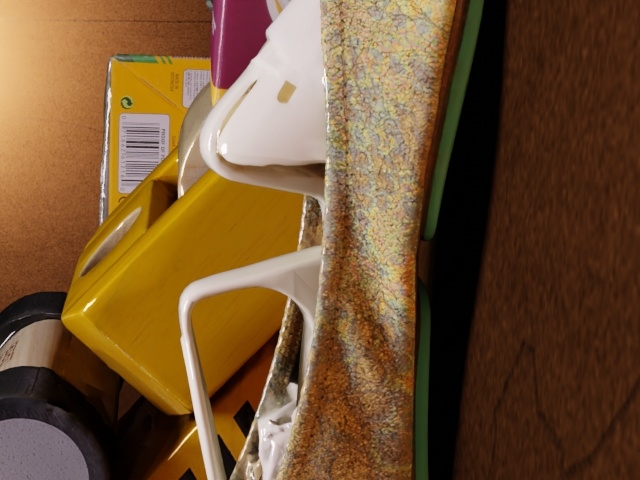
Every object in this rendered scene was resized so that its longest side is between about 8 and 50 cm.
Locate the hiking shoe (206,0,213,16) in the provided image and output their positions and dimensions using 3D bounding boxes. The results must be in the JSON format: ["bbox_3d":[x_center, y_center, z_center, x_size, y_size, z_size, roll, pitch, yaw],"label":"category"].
[{"bbox_3d":[-0.028,-0.262,1.088,0.132,0.113,0.304,7,-114,-53],"label":"hiking shoe"}]

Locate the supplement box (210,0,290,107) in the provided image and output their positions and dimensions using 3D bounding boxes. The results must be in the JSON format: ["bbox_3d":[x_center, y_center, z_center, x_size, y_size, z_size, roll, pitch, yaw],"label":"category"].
[{"bbox_3d":[0.006,-0.157,0.651,0.081,0.104,0.188,-106,21,-69],"label":"supplement box"}]

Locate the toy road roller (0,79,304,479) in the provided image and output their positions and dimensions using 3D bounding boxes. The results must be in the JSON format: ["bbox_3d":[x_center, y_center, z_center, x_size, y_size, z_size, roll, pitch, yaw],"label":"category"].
[{"bbox_3d":[-0.049,0.078,0.819,0.329,0.240,0.202,-48,14,7],"label":"toy road roller"}]

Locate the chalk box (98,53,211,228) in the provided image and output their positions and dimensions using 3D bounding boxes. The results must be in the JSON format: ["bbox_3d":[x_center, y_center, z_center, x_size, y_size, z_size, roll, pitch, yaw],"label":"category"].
[{"bbox_3d":[-0.121,-0.088,1.392,0.289,0.179,0.180,-135,47,-82],"label":"chalk box"}]

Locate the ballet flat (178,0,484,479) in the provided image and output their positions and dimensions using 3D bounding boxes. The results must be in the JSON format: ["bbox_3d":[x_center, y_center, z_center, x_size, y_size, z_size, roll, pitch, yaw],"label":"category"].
[{"bbox_3d":[0.000,0.000,0.580,0.123,0.123,0.349,-118,33,-77],"label":"ballet flat"}]
